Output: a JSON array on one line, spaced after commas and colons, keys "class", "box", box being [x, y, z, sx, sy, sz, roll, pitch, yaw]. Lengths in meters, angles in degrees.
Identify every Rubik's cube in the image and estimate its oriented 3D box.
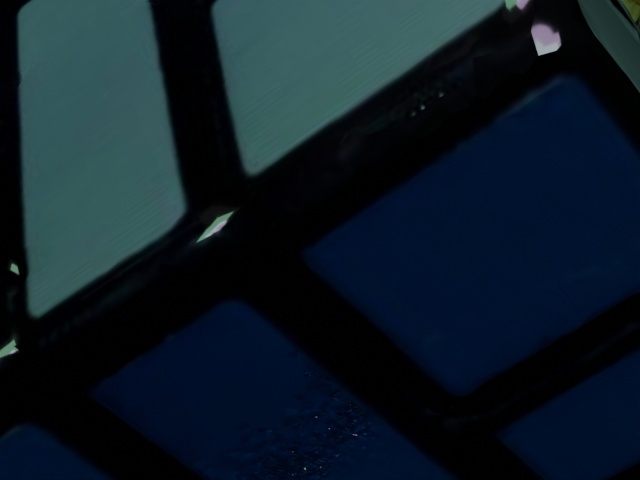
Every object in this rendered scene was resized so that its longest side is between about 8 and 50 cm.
[{"class": "Rubik's cube", "box": [0.000, 0.000, 0.547, 0.283, 0.288, 0.293, -35, 37, 15]}]

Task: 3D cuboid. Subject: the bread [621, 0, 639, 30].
[{"class": "bread", "box": [0.135, -0.088, 0.783, 0.128, 0.088, 0.232, -33, 38, 38]}]
